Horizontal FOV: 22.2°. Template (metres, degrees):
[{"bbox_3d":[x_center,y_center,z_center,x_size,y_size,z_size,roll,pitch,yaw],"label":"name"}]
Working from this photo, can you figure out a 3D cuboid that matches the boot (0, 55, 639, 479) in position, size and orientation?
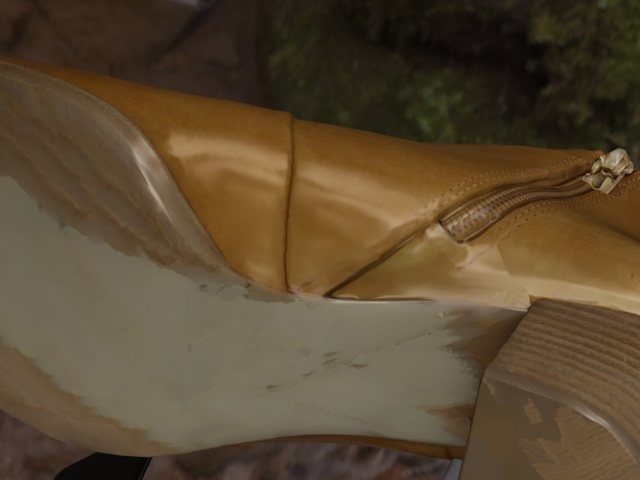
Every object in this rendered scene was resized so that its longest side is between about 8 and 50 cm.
[{"bbox_3d":[0.001,-0.001,0.549,0.295,0.104,0.211,23,22,13],"label":"boot"}]

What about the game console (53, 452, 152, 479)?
[{"bbox_3d":[-0.151,0.203,1.159,0.071,0.122,0.107,-14,78,-55],"label":"game console"}]

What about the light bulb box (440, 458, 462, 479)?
[{"bbox_3d":[0.161,0.282,0.532,0.358,0.225,0.361,7,39,24],"label":"light bulb box"}]
